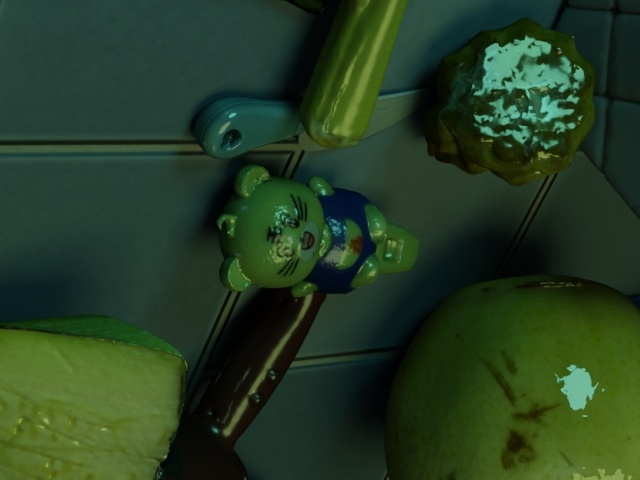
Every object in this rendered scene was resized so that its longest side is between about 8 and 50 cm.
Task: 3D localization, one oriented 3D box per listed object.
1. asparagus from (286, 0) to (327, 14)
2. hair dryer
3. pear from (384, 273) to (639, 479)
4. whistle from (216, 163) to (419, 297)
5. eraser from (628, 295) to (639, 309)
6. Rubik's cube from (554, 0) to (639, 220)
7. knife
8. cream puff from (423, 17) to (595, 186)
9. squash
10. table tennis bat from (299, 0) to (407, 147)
[{"bbox_3d":[-0.071,-0.201,1.296,0.023,0.022,0.233,-9,166,37],"label":"asparagus"},{"bbox_3d":[-0.050,0.140,1.630,0.340,0.123,0.312,-57,154,3],"label":"hair dryer"},{"bbox_3d":[0.208,0.178,1.722,0.309,0.309,0.309,-25,141,-22],"label":"pear"},{"bbox_3d":[0.000,0.000,1.505,0.227,0.085,0.105,9,92,-42],"label":"whistle"},{"bbox_3d":[0.352,0.088,1.945,0.085,0.063,0.027,-6,134,-37],"label":"eraser"},{"bbox_3d":[0.352,-0.152,1.532,0.225,0.221,0.231,-3,133,-32],"label":"Rubik's cube"},{"bbox_3d":[-0.003,-0.096,1.468,0.244,0.032,0.058,-8,130,-43],"label":"knife"},{"bbox_3d":[0.157,-0.112,1.525,0.146,0.146,0.116,-31,-178,-13],"label":"cream puff"},{"bbox_3d":[-0.240,0.154,1.403,0.155,0.204,0.236,-34,151,-51],"label":"squash"},{"bbox_3d":[0.060,-0.237,1.347,0.224,0.054,0.368,-7,125,-42],"label":"table tennis bat"}]
